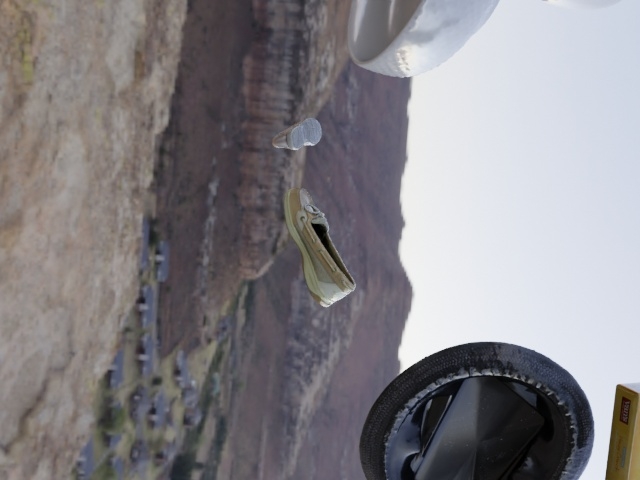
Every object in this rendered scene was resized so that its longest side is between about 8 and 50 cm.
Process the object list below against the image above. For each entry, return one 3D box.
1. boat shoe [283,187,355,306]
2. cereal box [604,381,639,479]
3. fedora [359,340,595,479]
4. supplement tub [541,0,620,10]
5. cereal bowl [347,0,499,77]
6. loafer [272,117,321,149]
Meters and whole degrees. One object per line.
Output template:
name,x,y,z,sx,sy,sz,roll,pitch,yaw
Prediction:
boat shoe,-0.001,0.000,0.887,0.056,0.048,0.153,31,36,-50
cereal box,0.483,0.265,1.002,0.047,0.240,0.172,-153,-114,-69
fedora,0.216,0.259,1.114,0.152,0.334,0.333,-75,170,-66
supplement tub,0.290,-0.415,0.756,0.316,0.228,0.228,117,-17,-50
cereal bowl,0.175,-0.389,1.125,0.339,0.141,0.338,-54,-154,42
loafer,-0.037,-0.170,1.244,0.125,0.039,0.045,-36,120,-63
